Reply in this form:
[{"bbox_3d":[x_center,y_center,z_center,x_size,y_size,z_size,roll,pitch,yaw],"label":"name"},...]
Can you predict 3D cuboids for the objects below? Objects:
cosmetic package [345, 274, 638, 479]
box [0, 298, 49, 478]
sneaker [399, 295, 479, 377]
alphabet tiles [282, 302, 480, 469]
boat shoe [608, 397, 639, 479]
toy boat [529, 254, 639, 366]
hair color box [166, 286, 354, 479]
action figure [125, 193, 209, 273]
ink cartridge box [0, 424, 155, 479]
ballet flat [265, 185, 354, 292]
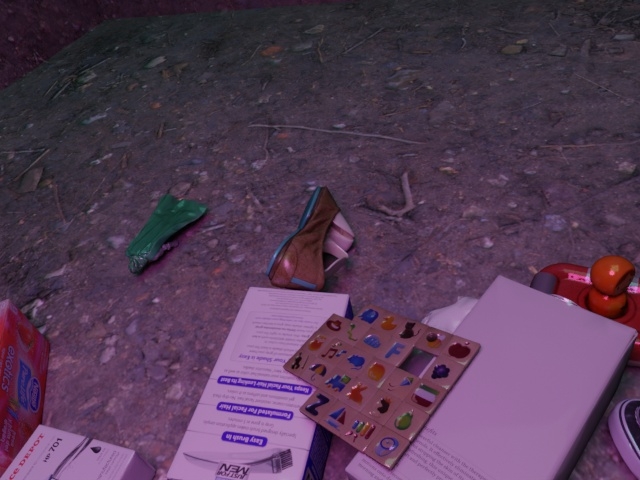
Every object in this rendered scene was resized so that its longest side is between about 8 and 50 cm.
[{"bbox_3d":[0.227,0.238,0.673,0.197,0.155,0.366,27,56,38],"label":"cosmetic package"},{"bbox_3d":[-0.579,0.268,0.882,0.154,0.142,0.300,-21,42,-7],"label":"box"},{"bbox_3d":[0.186,0.158,0.843,0.212,0.080,0.094,-28,31,-24],"label":"sneaker"},{"bbox_3d":[0.062,0.173,0.704,0.237,0.009,0.198,15,49,46],"label":"alphabet tiles"},{"bbox_3d":[0.466,0.286,0.581,0.108,0.102,0.301,-15,41,-15],"label":"boat shoe"},{"bbox_3d":[0.434,0.085,0.781,0.231,0.151,0.151,12,49,27],"label":"toy boat"},{"bbox_3d":[-0.069,0.234,0.799,0.185,0.110,0.338,3,43,17],"label":"hair color box"},{"bbox_3d":[-0.366,-0.011,1.181,0.137,0.063,0.232,7,42,20],"label":"action figure"},{"bbox_3d":[-0.366,0.367,0.760,0.191,0.082,0.139,6,46,20],"label":"ink cartridge box"},{"bbox_3d":[0.000,0.000,1.014,0.124,0.116,0.342,27,27,-1],"label":"ballet flat"}]
